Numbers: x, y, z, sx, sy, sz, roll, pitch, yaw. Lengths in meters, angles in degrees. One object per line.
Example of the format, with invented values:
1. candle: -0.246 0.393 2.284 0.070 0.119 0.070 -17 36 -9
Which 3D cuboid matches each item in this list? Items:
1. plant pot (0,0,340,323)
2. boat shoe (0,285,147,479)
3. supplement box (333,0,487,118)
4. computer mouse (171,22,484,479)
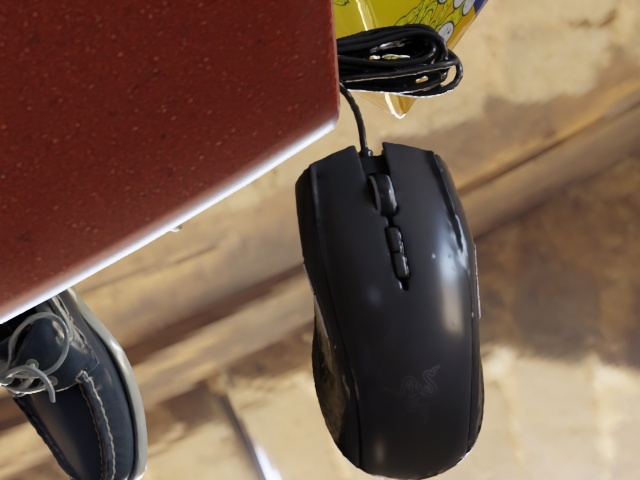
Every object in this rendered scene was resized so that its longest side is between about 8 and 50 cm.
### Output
1. plant pot: -0.129 -0.125 0.433 0.236 0.267 0.267 -11 -45 -6
2. boat shoe: -0.190 0.053 1.172 0.095 0.254 0.079 -13 13 34
3. supplement box: 0.001 -0.259 1.086 0.194 0.195 0.356 -54 -20 -11
4. computer mouse: 0.000 0.000 1.006 0.184 0.262 0.060 -1 -12 -9
